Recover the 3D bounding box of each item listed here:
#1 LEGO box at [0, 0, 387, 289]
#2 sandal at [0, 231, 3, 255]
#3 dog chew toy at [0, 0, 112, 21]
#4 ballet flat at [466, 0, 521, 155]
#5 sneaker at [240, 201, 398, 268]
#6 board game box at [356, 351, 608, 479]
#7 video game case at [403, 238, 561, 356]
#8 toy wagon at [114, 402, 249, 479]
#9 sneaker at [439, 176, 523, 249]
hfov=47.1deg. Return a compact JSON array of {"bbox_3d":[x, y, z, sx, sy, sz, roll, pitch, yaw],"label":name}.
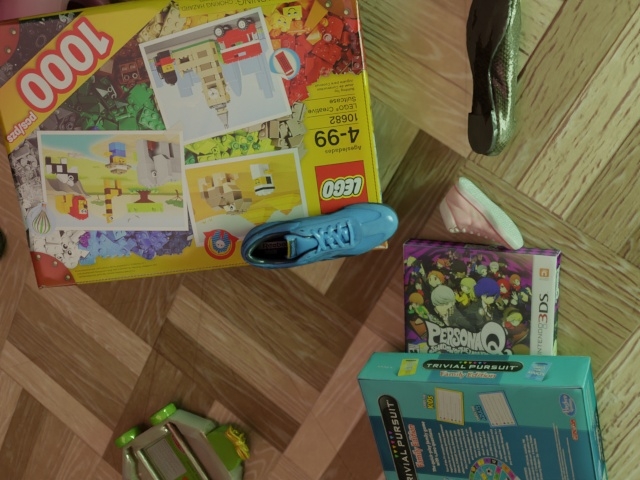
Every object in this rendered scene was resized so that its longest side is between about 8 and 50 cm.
[{"bbox_3d":[-0.174,-0.155,1.063,0.500,0.193,0.373,-7,103,5],"label":"LEGO box"},{"bbox_3d":[-0.819,-0.028,1.584,0.302,0.086,0.120,16,111,22],"label":"sandal"},{"bbox_3d":[-0.503,-0.338,1.280,0.331,0.206,0.207,-8,101,36],"label":"dog chew toy"},{"bbox_3d":[0.246,-0.241,1.012,0.084,0.058,0.250,18,110,60],"label":"ballet flat"},{"bbox_3d":[0.000,0.000,0.953,0.209,0.082,0.069,-10,102,4],"label":"sneaker"},{"bbox_3d":[0.247,0.298,1.119,0.336,0.079,0.254,-3,114,29],"label":"board game box"},{"bbox_3d":[0.240,0.109,1.116,0.232,0.042,0.210,5,107,25],"label":"video game case"},{"bbox_3d":[-0.251,0.450,1.448,0.344,0.068,0.267,-36,87,29],"label":"toy wagon"},{"bbox_3d":[0.231,-0.024,1.080,0.134,0.051,0.070,47,121,11],"label":"sneaker"}]
